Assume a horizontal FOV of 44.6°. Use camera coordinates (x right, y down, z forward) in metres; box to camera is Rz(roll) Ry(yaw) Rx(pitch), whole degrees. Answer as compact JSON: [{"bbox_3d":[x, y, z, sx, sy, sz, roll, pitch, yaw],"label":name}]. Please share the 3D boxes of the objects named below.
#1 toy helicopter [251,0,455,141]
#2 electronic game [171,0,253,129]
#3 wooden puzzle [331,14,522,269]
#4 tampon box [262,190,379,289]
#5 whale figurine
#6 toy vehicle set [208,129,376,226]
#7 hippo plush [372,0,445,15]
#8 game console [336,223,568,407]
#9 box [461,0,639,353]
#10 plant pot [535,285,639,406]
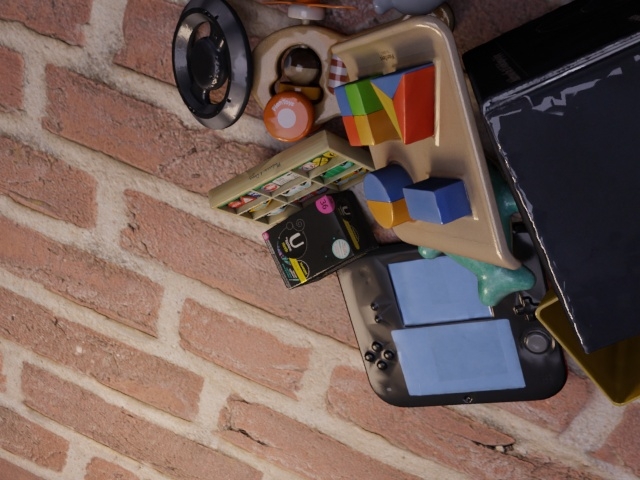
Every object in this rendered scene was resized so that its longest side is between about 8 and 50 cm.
[{"bbox_3d":[0.041,-0.320,1.275,0.355,0.140,0.234,-18,99,17],"label":"toy helicopter"},{"bbox_3d":[-0.190,-0.307,1.350,0.229,0.048,0.229,20,117,45],"label":"electronic game"},{"bbox_3d":[0.121,-0.122,1.097,0.081,0.322,0.347,-26,104,-16],"label":"wooden puzzle"},{"bbox_3d":[0.000,0.000,1.427,0.161,0.101,0.120,-31,81,31],"label":"tampon box"},{"bbox_3d":[0.244,-0.020,1.287,0.216,0.141,0.272,-29,84,31],"label":"whale figurine"},{"bbox_3d":[-0.047,-0.103,1.382,0.267,0.166,0.035,-24,66,30],"label":"toy vehicle set"},{"bbox_3d":[0.181,-0.442,1.108,0.294,0.234,0.236,61,157,23],"label":"hippo plush"},{"bbox_3d":[0.242,0.153,1.453,0.387,0.060,0.341,-9,112,25],"label":"game console"},{"bbox_3d":[0.440,-0.167,0.903,0.472,0.480,0.297,-21,105,15],"label":"box"},{"bbox_3d":[0.501,0.094,1.243,0.212,0.187,0.212,48,123,-7],"label":"plant pot"}]
